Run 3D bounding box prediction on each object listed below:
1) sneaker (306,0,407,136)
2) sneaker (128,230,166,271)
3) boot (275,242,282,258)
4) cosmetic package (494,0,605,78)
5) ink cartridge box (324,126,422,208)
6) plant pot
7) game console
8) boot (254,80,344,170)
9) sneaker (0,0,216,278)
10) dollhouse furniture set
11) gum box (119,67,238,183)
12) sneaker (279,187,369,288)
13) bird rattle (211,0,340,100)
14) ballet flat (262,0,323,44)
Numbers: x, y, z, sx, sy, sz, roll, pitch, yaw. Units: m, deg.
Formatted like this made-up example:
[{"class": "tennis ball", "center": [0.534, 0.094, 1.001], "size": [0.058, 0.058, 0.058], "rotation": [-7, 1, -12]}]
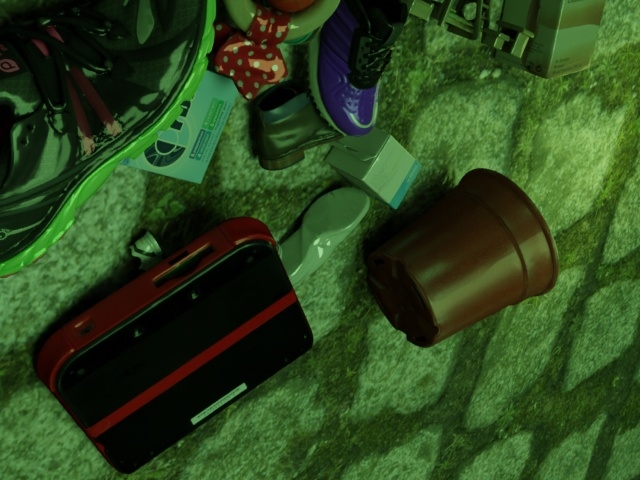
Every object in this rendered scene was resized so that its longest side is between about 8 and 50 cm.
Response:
[{"class": "sneaker", "center": [0.060, -0.286, 1.480], "size": [0.102, 0.146, 0.293], "rotation": [-25, 116, -39]}, {"class": "sneaker", "center": [-0.242, 0.032, 1.492], "size": [0.043, 0.040, 0.109], "rotation": [-32, 134, -9]}, {"class": "boot", "center": [-0.136, 0.032, 1.579], "size": [0.190, 0.069, 0.086], "rotation": [-34, 142, -29]}, {"class": "cosmetic package", "center": [0.428, -0.457, 1.851], "size": [0.153, 0.129, 0.296], "rotation": [-21, 128, -38]}, {"class": "ink cartridge box", "center": [0.085, -0.131, 1.705], "size": [0.090, 0.092, 0.143], "rotation": [-58, 144, -4]}, {"class": "plant pot", "center": [0.246, 0.048, 1.891], "size": [0.265, 0.272, 0.272], "rotation": [-31, 135, -22]}, {"class": "game console", "center": [-0.203, 0.162, 1.552], "size": [0.386, 0.060, 0.342], "rotation": [-33, 143, -12]}, {"class": "boot", "center": [-0.010, -0.202, 1.559], "size": [0.219, 0.082, 0.106], "rotation": [-38, 141, -23]}, {"class": "sneaker", "center": [-0.294, -0.174, 1.169], "size": [0.483, 0.185, 0.202], "rotation": [-55, 145, -9]}, {"class": "dollhouse furniture set", "center": [0.241, -0.381, 1.659], "size": [0.182, 0.161, 0.101], "rotation": [6, 109, -52]}, {"class": "gum box", "center": [-0.207, -0.169, 1.387], "size": [0.184, 0.041, 0.157], "rotation": [13, 104, -51]}, {"class": "sneaker", "center": [0.000, 0.000, 1.725], "size": [0.212, 0.080, 0.094], "rotation": [-43, 152, -11]}, {"class": "bird rattle", "center": [-0.065, -0.314, 1.326], "size": [0.207, 0.143, 0.253], "rotation": [-20, 126, 0]}, {"class": "ballet flat", "center": [-0.025, -0.418, 1.383], "size": [0.106, 0.107, 0.316], "rotation": [-66, 163, -46]}]
